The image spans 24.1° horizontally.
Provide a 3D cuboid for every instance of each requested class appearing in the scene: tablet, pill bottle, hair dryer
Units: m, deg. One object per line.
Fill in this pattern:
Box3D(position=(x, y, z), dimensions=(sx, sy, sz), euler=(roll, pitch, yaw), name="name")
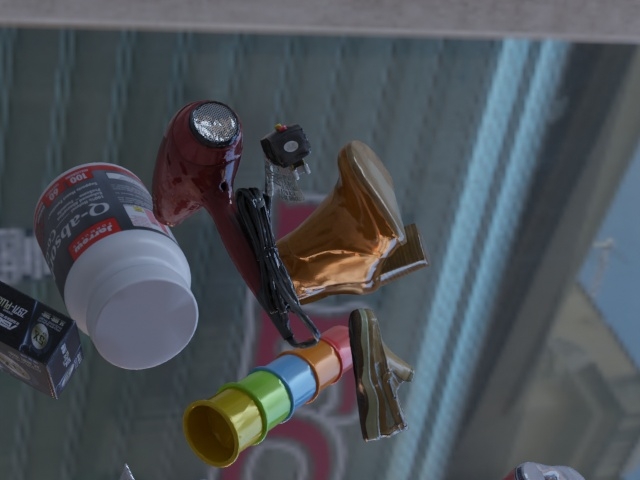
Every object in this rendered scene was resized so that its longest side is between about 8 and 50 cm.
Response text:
Box3D(position=(-0.283, 0.366, 2.217), dimensions=(0.054, 0.006, 0.083), euler=(62, -25, 19), name="tablet")
Box3D(position=(-0.334, 0.040, 2.462), dimensions=(0.363, 0.210, 0.210), euler=(-127, -138, -52), name="pill bottle")
Box3D(position=(-0.098, -0.023, 1.445), dimensions=(0.293, 0.080, 0.223), euler=(25, -60, 58), name="hair dryer")

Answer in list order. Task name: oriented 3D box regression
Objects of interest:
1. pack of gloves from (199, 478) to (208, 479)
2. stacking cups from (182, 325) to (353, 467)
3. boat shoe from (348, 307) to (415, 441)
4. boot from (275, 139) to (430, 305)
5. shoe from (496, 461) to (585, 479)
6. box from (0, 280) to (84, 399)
Box3D(position=(-0.163, 0.450, 2.166), dimensions=(0.232, 0.046, 0.195), euler=(52, 54, -72), name="pack of gloves")
Box3D(position=(-0.049, 0.206, 2.037), dimensions=(0.096, 0.316, 0.096), euler=(14, -65, 34), name="stacking cups")
Box3D(position=(0.075, 0.155, 1.773), dimensions=(0.068, 0.072, 0.190), euler=(-99, -179, -52), name="boat shoe")
Box3D(position=(0.000, -0.001, 1.795), dimensions=(0.295, 0.211, 0.104), euler=(54, 20, -59), name="boot")
Box3D(position=(0.335, 0.384, 2.289), dimensions=(0.081, 0.178, 0.063), euler=(-35, -128, 34), name="shoe")
Box3D(position=(-0.433, 0.129, 2.105), dimensions=(0.077, 0.180, 0.147), euler=(-59, 172, -23), name="box")
